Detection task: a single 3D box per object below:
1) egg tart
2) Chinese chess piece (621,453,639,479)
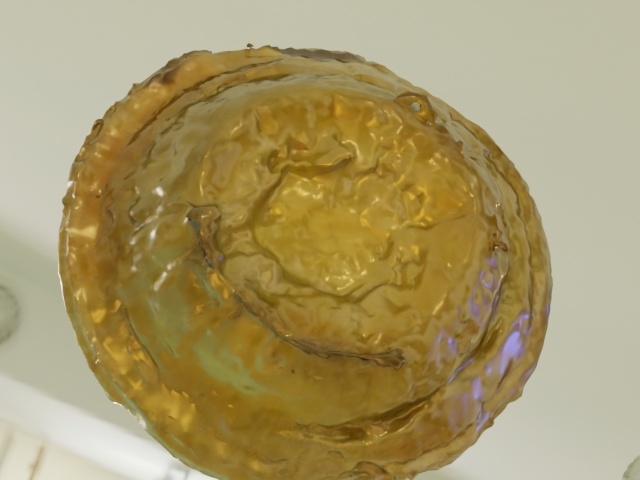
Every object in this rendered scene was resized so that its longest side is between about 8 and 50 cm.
[{"bbox_3d":[0.000,0.000,0.844,0.290,0.290,0.115,20,-26,-7],"label":"egg tart"},{"bbox_3d":[0.445,0.175,1.402,0.146,0.349,0.349,48,-17,8],"label":"Chinese chess piece"}]
